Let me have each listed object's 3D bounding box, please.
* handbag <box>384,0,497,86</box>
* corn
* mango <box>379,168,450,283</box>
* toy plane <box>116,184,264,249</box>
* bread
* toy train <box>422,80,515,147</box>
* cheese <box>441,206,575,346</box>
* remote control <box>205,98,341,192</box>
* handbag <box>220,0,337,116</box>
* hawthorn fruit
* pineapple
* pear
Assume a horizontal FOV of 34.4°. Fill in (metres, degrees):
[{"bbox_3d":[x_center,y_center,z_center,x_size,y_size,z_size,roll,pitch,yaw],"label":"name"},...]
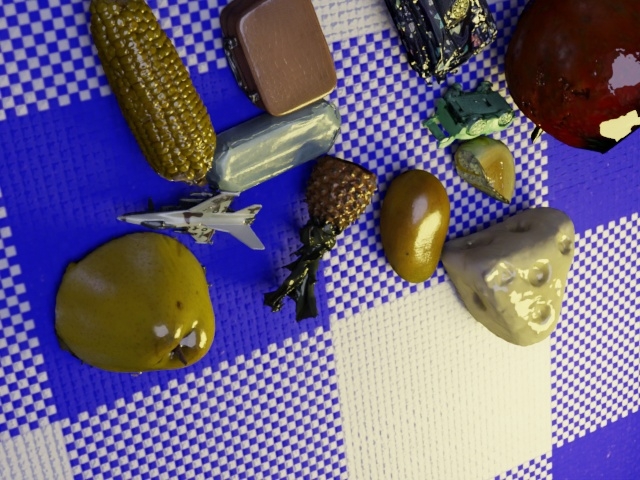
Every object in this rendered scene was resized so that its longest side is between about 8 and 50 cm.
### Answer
[{"bbox_3d":[0.188,-0.382,1.682,0.162,0.113,0.260,-34,130,-7],"label":"handbag"},{"bbox_3d":[-0.240,-0.215,1.496,0.119,0.119,0.322,-32,122,-16],"label":"corn"},{"bbox_3d":[0.167,-0.019,1.824,0.136,0.099,0.228,-24,128,-28],"label":"mango"},{"bbox_3d":[-0.196,-0.042,1.605,0.234,0.082,0.160,12,147,-17],"label":"toy plane"},{"bbox_3d":[0.300,-0.138,1.857,0.157,0.083,0.094,27,94,-43],"label":"bread"},{"bbox_3d":[0.263,-0.218,1.808,0.149,0.099,0.081,-11,143,-32],"label":"toy train"},{"bbox_3d":[0.377,0.072,1.936,0.251,0.173,0.248,-33,121,-21],"label":"cheese"},{"bbox_3d":[-0.075,-0.153,1.656,0.247,0.052,0.104,-27,125,-20],"label":"remote control"},{"bbox_3d":[-0.067,-0.292,1.594,0.151,0.072,0.193,-33,124,-15],"label":"handbag"},{"bbox_3d":[0.469,-0.300,1.763,0.316,0.316,0.316,-11,114,-26],"label":"hawthorn fruit"},{"bbox_3d":[0.000,0.000,1.708,0.119,0.130,0.277,16,101,-38],"label":"pineapple"},{"bbox_3d":[-0.259,0.117,1.582,0.266,0.178,0.267,-9,109,-29],"label":"pear"}]
